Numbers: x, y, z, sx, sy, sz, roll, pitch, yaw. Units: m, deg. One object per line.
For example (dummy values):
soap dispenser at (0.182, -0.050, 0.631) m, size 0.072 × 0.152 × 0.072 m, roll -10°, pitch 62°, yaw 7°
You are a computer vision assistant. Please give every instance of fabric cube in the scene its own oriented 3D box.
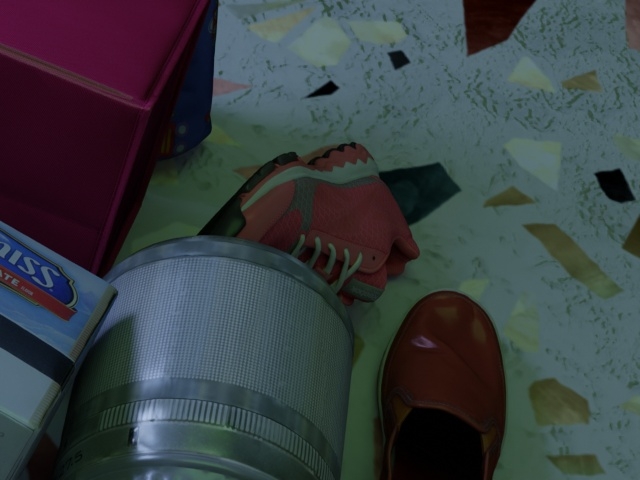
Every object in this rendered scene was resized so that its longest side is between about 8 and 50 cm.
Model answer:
fabric cube at (-0.265, -0.111, 1.622) m, size 0.258 × 0.259 × 0.254 m, roll 21°, pitch 32°, yaw -1°

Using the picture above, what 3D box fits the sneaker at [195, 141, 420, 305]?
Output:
sneaker at (0.001, 0.000, 1.707) m, size 0.136 × 0.116 × 0.314 m, roll 50°, pitch 28°, yaw 10°

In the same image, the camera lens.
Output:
camera lens at (-0.090, 0.150, 1.515) m, size 0.219 × 0.219 × 0.274 m, roll 14°, pitch 47°, yaw -8°

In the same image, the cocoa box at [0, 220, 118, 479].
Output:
cocoa box at (-0.365, 0.079, 1.403) m, size 0.347 × 0.231 × 0.228 m, roll 30°, pitch 25°, yaw -5°

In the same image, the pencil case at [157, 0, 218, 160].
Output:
pencil case at (-0.158, -0.217, 1.764) m, size 0.133 × 0.306 × 0.119 m, roll 5°, pitch 36°, yaw -2°

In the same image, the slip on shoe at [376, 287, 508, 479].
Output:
slip on shoe at (0.104, 0.162, 1.658) m, size 0.123 × 0.101 × 0.331 m, roll 18°, pitch 45°, yaw -2°
